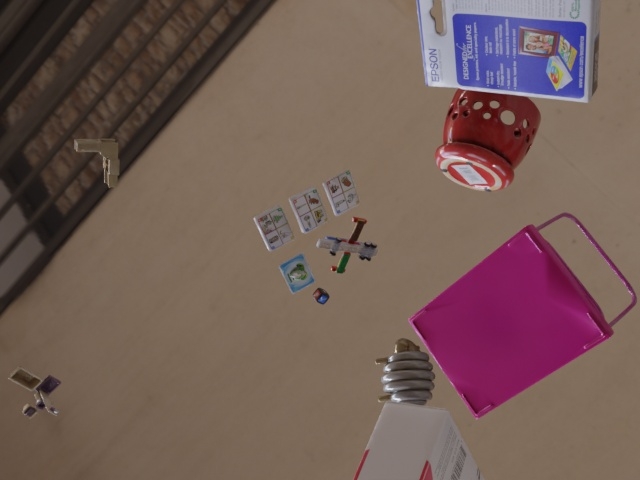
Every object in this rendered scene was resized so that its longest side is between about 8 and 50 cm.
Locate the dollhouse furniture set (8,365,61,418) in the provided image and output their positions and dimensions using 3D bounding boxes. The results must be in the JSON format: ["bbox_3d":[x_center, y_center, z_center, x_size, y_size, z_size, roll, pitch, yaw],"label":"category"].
[{"bbox_3d":[-0.564,0.308,1.578,0.081,0.091,0.114,45,177,44],"label":"dollhouse furniture set"}]

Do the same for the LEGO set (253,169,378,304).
[{"bbox_3d":[0.000,0.000,1.438,0.060,0.182,0.244,53,170,51],"label":"LEGO set"}]

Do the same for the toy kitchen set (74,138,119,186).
[{"bbox_3d":[-0.415,-0.147,1.497,0.075,0.083,0.068,-3,-159,-25],"label":"toy kitchen set"}]

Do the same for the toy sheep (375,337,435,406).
[{"bbox_3d":[0.132,0.214,1.236,0.091,0.091,0.132,23,-121,-59],"label":"toy sheep"}]

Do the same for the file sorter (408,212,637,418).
[{"bbox_3d":[0.340,0.119,1.353,0.182,0.290,0.202,-19,-110,-49],"label":"file sorter"}]

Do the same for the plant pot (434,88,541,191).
[{"bbox_3d":[0.343,-0.208,1.684,0.191,0.174,0.191,20,162,7],"label":"plant pot"}]

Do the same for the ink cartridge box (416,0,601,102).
[{"bbox_3d":[0.318,-0.395,1.386,0.307,0.072,0.304,14,136,29],"label":"ink cartridge box"}]

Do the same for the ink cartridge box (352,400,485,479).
[{"bbox_3d":[0.140,0.356,1.085,0.237,0.100,0.172,60,-135,-36],"label":"ink cartridge box"}]
